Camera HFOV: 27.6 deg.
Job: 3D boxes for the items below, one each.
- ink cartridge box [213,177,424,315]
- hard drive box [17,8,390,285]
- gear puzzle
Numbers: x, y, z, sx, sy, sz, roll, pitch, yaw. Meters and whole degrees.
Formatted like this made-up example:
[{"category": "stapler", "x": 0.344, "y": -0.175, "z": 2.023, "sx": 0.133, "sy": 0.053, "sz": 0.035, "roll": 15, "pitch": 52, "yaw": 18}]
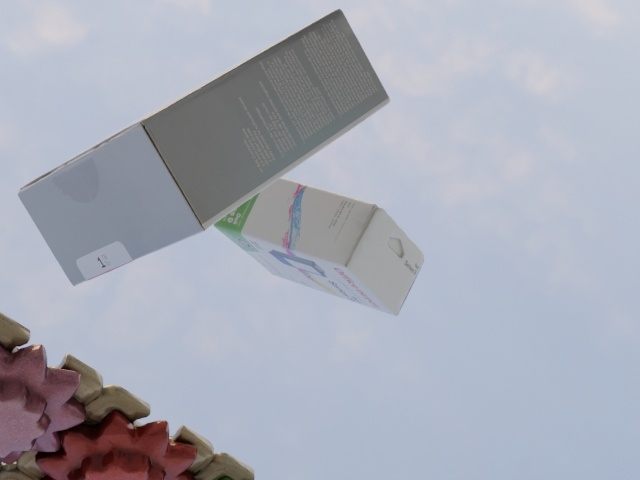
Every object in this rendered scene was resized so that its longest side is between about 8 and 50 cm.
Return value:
[{"category": "ink cartridge box", "x": 0.000, "y": 0.000, "z": 1.602, "sx": 0.212, "sy": 0.154, "sz": 0.093, "roll": 16, "pitch": -106, "yaw": 35}, {"category": "hard drive box", "x": -0.089, "y": -0.074, "z": 1.009, "sx": 0.232, "sy": 0.181, "sz": 0.089, "roll": -37, "pitch": -79, "yaw": -41}, {"category": "gear puzzle", "x": -0.109, "y": 0.174, "z": 0.721, "sx": 0.339, "sy": 0.175, "sz": 0.044, "roll": 38, "pitch": -153, "yaw": -33}]
